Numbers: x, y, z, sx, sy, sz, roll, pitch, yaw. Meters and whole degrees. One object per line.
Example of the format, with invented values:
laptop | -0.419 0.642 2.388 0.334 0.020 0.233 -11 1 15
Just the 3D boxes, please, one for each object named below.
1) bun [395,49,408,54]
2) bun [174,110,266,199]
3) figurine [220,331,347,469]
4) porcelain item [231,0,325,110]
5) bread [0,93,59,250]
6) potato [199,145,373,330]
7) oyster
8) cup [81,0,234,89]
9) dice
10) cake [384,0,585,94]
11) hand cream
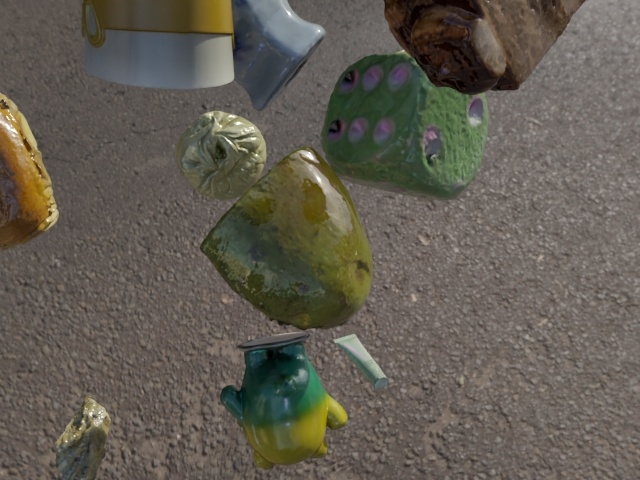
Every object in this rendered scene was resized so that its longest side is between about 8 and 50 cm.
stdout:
bun | 0.277 -0.496 1.648 0.362 0.213 0.360 2 51 -3
bun | -0.247 -0.213 1.269 0.230 0.145 0.229 0 93 -9
figurine | -0.097 0.428 1.356 0.324 0.231 0.339 -10 87 -13
porcelain item | -0.198 -0.428 0.884 0.405 0.243 0.178 40 46 -9
bread | -0.751 -0.176 1.157 0.236 0.183 0.388 -28 101 3
potato | 0.000 0.000 0.931 0.280 0.212 0.330 44 29 9
oyster | -0.591 0.511 1.294 0.133 0.072 0.209 39 28 -17
cup | -0.211 -0.318 0.634 0.186 0.225 0.241 -14 37 -34
dice | 0.216 -0.284 1.323 0.331 0.317 0.323 10 4 -44
cake | 0.222 -0.333 0.728 0.292 0.196 0.199 -54 37 -9
hand cream | 0.122 0.349 1.494 0.078 0.049 0.205 -13 37 -27
